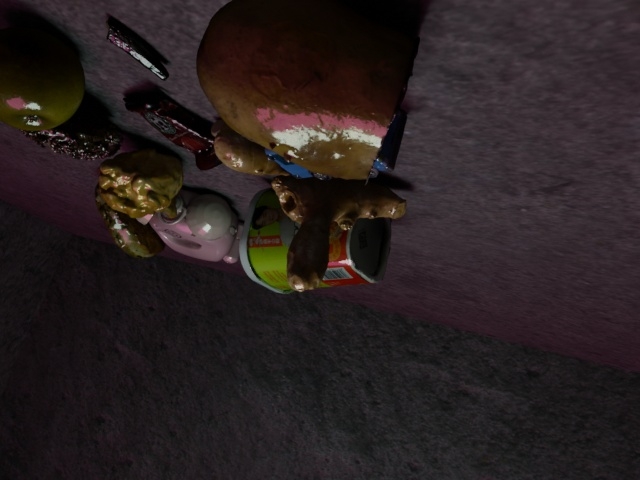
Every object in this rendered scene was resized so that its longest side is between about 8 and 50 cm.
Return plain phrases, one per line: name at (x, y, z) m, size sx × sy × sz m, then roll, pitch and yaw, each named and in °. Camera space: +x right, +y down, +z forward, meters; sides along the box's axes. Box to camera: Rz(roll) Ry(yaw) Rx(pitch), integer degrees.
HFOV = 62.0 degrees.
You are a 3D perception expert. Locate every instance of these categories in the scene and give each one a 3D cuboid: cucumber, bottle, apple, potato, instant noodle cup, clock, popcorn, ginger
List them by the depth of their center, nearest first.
potato at (-0.023, -0.207, 0.684) m, size 0.265 × 0.230 × 0.229 m, roll 21°, pitch 165°, yaw -4°
cucumber at (-0.314, -0.329, 0.920) m, size 0.034 × 0.033 × 0.134 m, roll -32°, pitch 140°, yaw 27°
apple at (-0.542, -0.295, 0.996) m, size 0.196 × 0.157 × 0.196 m, roll -8°, pitch 169°, yaw -1°
ginger at (-0.017, -0.111, 1.106) m, size 0.363 × 0.348 × 0.122 m, roll 53°, pitch 136°, yaw 10°
bottle at (-0.190, -0.220, 1.149) m, size 0.045 × 0.045 × 0.096 m, roll 5°, pitch 160°, yaw 39°
instant noodle cup at (0.000, 0.000, 1.359) m, size 0.307 × 0.294 × 0.294 m, roll -1°, pitch 158°, yaw 33°
popcorn at (-0.463, -0.155, 1.410) m, size 0.191 × 0.190 × 0.253 m, roll 32°, pitch -172°, yaw 5°
clock at (-0.428, -0.063, 1.767) m, size 0.341 × 0.184 × 0.326 m, roll 9°, pitch 159°, yaw 12°

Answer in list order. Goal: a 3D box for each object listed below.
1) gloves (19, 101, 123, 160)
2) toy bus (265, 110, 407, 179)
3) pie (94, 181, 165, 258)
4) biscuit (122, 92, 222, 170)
gloves at (-0.578, -0.268, 1.226) m, size 0.210 × 0.135 × 0.312 m, roll 43°, pitch 180°, yaw -15°
toy bus at (0.016, -0.182, 0.921) m, size 0.233 × 0.116 × 0.133 m, roll 1°, pitch 161°, yaw 44°
pie at (-0.653, -0.073, 1.824) m, size 0.289 × 0.102 × 0.355 m, roll 59°, pitch -178°, yaw 24°
biscuit at (-0.312, -0.242, 1.165) m, size 0.235 × 0.063 × 0.151 m, roll 35°, pitch 157°, yaw -34°
